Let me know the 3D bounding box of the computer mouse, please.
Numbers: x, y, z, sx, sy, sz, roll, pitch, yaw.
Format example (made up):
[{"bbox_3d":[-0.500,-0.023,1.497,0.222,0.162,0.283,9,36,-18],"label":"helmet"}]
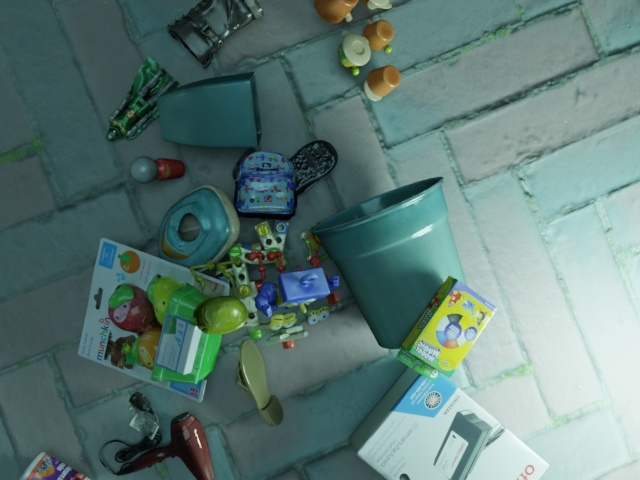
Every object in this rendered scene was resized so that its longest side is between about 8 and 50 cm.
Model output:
[{"bbox_3d":[-0.096,-0.189,1.833,0.262,0.060,0.184,-40,83,-2],"label":"computer mouse"}]

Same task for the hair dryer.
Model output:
[{"bbox_3d":[-0.387,0.526,1.784,0.294,0.080,0.223,28,102,3],"label":"hair dryer"}]

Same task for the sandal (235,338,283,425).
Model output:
[{"bbox_3d":[-0.178,0.366,1.790,0.079,0.088,0.240,-15,104,31],"label":"sandal"}]

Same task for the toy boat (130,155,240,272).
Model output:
[{"bbox_3d":[-0.348,-0.071,1.735,0.267,0.148,0.318,-41,71,34],"label":"toy boat"}]

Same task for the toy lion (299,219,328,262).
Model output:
[{"bbox_3d":[0.000,0.000,1.842,0.096,0.034,0.100,-16,89,-12],"label":"toy lion"}]

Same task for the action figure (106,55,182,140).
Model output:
[{"bbox_3d":[-0.464,-0.341,1.811,0.137,0.063,0.232,41,89,-4],"label":"action figure"}]

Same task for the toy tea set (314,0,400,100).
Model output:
[{"bbox_3d":[0.094,-0.527,1.848,0.200,0.124,0.335,-5,84,-34],"label":"toy tea set"}]

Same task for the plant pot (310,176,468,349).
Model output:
[{"bbox_3d":[0.197,0.061,1.719,0.341,0.341,0.334,-24,97,-5],"label":"plant pot"}]

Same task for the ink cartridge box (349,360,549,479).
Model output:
[{"bbox_3d":[0.316,0.529,1.770,0.395,0.166,0.285,40,86,-2],"label":"ink cartridge box"}]

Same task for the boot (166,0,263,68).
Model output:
[{"bbox_3d":[-0.299,-0.604,1.819,0.229,0.091,0.263,-36,87,0],"label":"boot"}]

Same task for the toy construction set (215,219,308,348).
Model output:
[{"bbox_3d":[-0.149,0.121,1.775,0.215,0.151,0.327,-14,78,-5],"label":"toy construction set"}]

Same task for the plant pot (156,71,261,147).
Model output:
[{"bbox_3d":[-0.274,-0.316,1.755,0.234,0.165,0.165,-5,109,1],"label":"plant pot"}]

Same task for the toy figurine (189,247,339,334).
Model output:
[{"bbox_3d":[-0.091,0.091,1.586,0.363,0.217,0.191,-5,76,-27],"label":"toy figurine"}]

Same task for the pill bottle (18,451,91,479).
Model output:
[{"bbox_3d":[-0.631,0.610,1.731,0.194,0.108,0.108,31,86,-2],"label":"pill bottle"}]

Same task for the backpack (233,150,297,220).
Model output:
[{"bbox_3d":[-0.132,-0.144,1.740,0.158,0.117,0.173,4,79,-4],"label":"backpack"}]

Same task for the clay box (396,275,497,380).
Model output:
[{"bbox_3d":[0.281,0.206,1.585,0.127,0.053,0.222,34,89,-18],"label":"clay box"}]

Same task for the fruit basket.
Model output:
[{"bbox_3d":[-0.415,0.198,1.715,0.353,0.165,0.326,18,105,6],"label":"fruit basket"}]
